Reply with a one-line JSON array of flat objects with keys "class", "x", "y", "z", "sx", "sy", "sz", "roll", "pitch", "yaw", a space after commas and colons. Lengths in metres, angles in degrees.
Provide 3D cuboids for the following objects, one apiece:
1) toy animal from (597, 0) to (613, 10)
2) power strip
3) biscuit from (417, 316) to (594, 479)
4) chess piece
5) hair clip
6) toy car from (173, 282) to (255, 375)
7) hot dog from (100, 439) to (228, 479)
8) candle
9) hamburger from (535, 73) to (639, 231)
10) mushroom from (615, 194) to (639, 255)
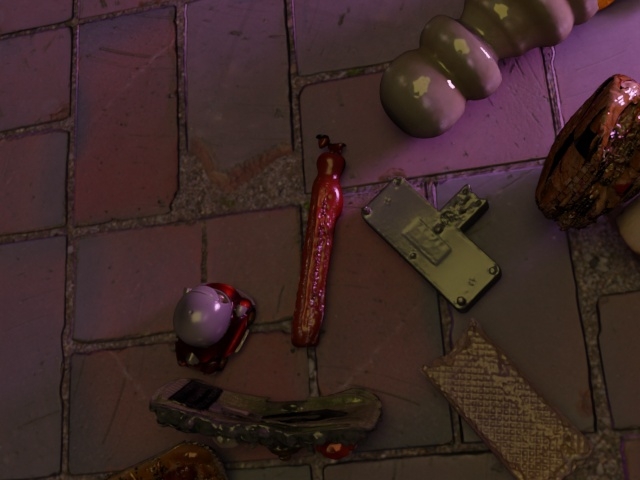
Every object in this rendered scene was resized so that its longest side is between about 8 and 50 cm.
[{"class": "toy animal", "x": 0.439, "y": -0.429, "z": 1.296, "sx": 0.182, "sy": 0.131, "sz": 0.127, "roll": 15, "pitch": 46, "yaw": 11}, {"class": "power strip", "x": 0.178, "y": -0.017, "z": 1.239, "sx": 0.145, "sy": 0.061, "sz": 0.216, "roll": -45, "pitch": 69, "yaw": -1}, {"class": "biscuit", "x": 0.248, "y": 0.225, "z": 1.150, "sx": 0.108, "sy": 0.062, "sz": 0.239, "roll": -41, "pitch": 70, "yaw": -2}, {"class": "chess piece", "x": 0.227, "y": -0.292, "z": 1.262, "sx": 0.330, "sy": 0.182, "sz": 0.182, "roll": -43, "pitch": 68, "yaw": 4}, {"class": "hair clip", "x": -0.076, "y": 0.260, "z": 1.196, "sx": 0.322, "sy": 0.138, "sz": 0.091, "roll": 3, "pitch": 104, "yaw": 14}, {"class": "toy car", "x": -0.172, "y": 0.123, "z": 1.258, "sx": 0.112, "sy": 0.112, "sz": 0.139, "roll": 16, "pitch": 78, "yaw": 18}, {"class": "hot dog", "x": -0.224, "y": 0.352, "z": 1.218, "sx": 0.191, "sy": 0.059, "sz": 0.108, "roll": -25, "pitch": 108, "yaw": 10}, {"class": "candle", "x": 0.000, "y": 0.000, "z": 1.288, "sx": 0.051, "sy": 0.048, "sz": 0.329, "roll": 0, "pitch": 74, "yaw": 28}, {"class": "hamburger", "x": 0.374, "y": -0.120, "z": 1.138, "sx": 0.107, "sy": 0.231, "sz": 0.230, "roll": 28, "pitch": 81, "yaw": -3}, {"class": "mushroom", "x": 0.550, "y": -0.079, "z": 1.077, "sx": 0.336, "sy": 0.314, "sz": 0.314, "roll": -40, "pitch": 66, "yaw": 28}]
